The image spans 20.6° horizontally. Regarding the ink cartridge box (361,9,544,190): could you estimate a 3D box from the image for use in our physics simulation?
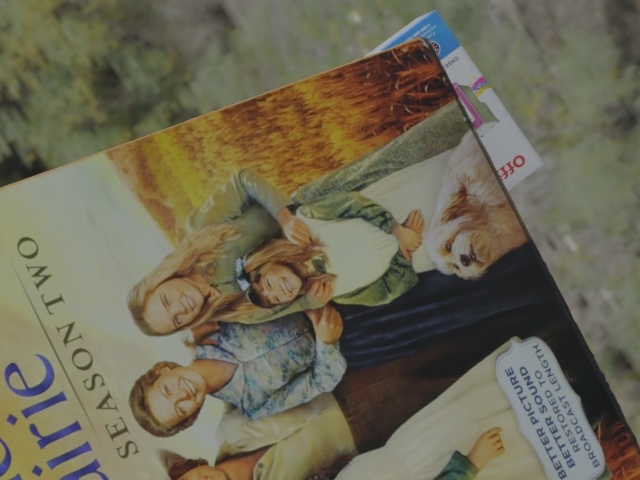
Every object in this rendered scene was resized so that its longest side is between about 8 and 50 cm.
[{"bbox_3d":[0.070,-0.071,1.119,0.122,0.088,0.052,54,172,-7],"label":"ink cartridge box"}]

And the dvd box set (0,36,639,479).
[{"bbox_3d":[-0.041,0.090,0.890,0.062,0.420,0.307,-33,82,54],"label":"dvd box set"}]
